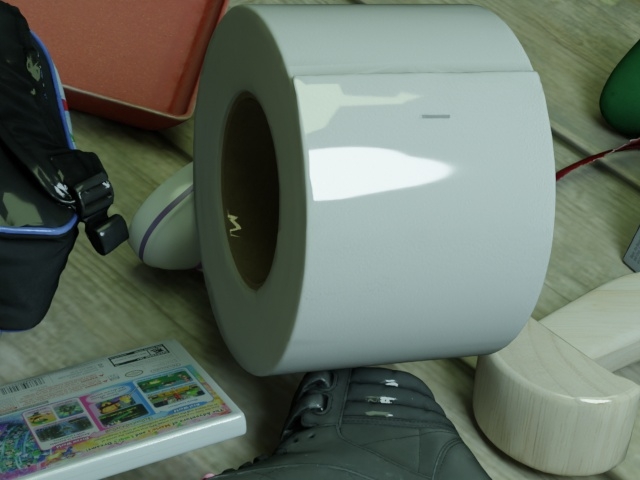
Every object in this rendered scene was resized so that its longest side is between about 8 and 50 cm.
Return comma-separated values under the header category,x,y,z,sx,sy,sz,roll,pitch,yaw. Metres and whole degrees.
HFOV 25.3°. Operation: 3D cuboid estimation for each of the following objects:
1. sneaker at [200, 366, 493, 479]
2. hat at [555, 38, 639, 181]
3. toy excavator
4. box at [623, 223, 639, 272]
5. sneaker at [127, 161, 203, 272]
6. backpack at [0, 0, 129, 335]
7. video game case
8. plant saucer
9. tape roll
category,x,y,z,sx,sy,sz,roll,pitch,yaw
sneaker,-0.025,0.159,0.932,0.296,0.104,0.147,0,40,-26
hat,0.292,-0.115,1.404,0.208,0.183,0.173,36,24,-55
toy excavator,0.384,0.069,1.133,0.445,0.222,0.433,16,39,17
box,0.350,-0.028,1.252,0.137,0.126,0.072,-23,54,-39
sneaker,0.001,-0.001,1.112,0.282,0.102,0.161,-15,54,-33
backpack,-0.292,-0.061,0.983,0.276,0.213,0.263,14,43,-24
video game case,-0.145,0.114,0.923,0.157,0.019,0.143,-15,22,-20
plant saucer,-0.221,-0.200,1.284,0.259,0.048,0.258,15,41,-4
tape roll,0.027,-0.037,0.960,0.169,0.246,0.246,-3,45,-21
